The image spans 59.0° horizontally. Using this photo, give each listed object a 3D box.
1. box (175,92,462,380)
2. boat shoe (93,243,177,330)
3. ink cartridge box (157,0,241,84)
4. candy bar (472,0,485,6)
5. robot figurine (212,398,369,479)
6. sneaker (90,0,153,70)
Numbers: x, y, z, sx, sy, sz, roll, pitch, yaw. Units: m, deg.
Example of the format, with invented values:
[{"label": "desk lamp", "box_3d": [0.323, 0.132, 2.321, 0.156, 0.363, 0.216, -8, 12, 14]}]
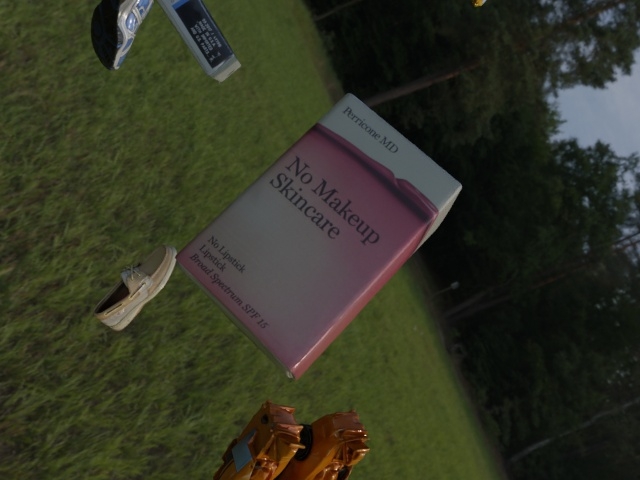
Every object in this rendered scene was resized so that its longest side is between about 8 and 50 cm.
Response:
[{"label": "box", "box_3d": [0.000, 0.000, 0.557, 0.148, 0.232, 0.127, 41, -13, 11]}, {"label": "boat shoe", "box_3d": [-0.306, 0.071, 0.933, 0.063, 0.170, 0.059, 34, -4, 46]}, {"label": "ink cartridge box", "box_3d": [-0.170, -0.291, 0.681, 0.206, 0.045, 0.208, 56, 1, -14]}, {"label": "candy bar", "box_3d": [0.266, -0.413, 0.875, 0.018, 0.040, 0.162, 33, 56, -9]}, {"label": "robot figurine", "box_3d": [-0.072, 0.329, 0.717, 0.211, 0.291, 0.085, 18, 23, -34]}, {"label": "sneaker", "box_3d": [-0.318, -0.370, 0.929, 0.080, 0.211, 0.081, 47, 42, 13]}]
